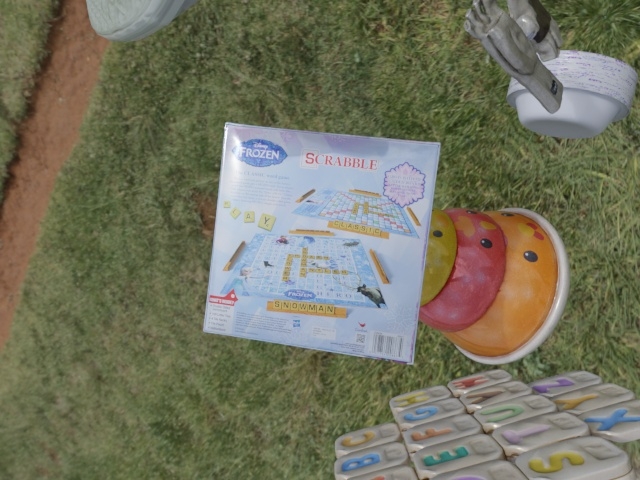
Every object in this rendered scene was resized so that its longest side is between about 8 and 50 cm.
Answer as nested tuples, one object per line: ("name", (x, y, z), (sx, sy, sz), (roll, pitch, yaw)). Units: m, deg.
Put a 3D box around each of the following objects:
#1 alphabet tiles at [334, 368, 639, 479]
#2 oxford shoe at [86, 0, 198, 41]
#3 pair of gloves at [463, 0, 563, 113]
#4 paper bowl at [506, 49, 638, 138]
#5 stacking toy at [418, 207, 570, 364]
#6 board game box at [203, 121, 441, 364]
("alphabet tiles", (0.146, 0.171, 0.473), (0.277, 0.284, 0.021), (-16, 88, 1))
("oxford shoe", (-0.088, -0.281, 0.420), (0.449, 0.130, 0.169), (-9, 95, 49))
("pair of gloves", (0.302, -0.325, 0.793), (0.204, 0.240, 0.042), (36, 143, -24))
("paper bowl", (0.608, -0.346, 1.278), (0.284, 0.284, 0.148), (14, 91, 23))
("stacking toy", (0.223, 0.046, 1.056), (0.479, 0.351, 0.351), (17, 129, -26))
("board game box", (0.000, 0.000, 0.775), (0.318, 0.066, 0.318), (8, 93, 8))
